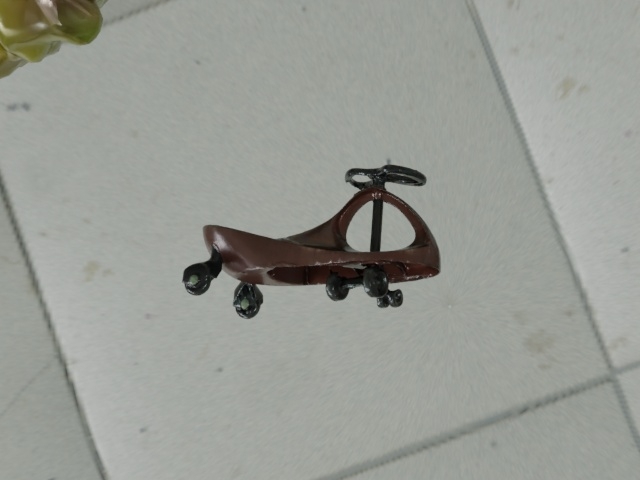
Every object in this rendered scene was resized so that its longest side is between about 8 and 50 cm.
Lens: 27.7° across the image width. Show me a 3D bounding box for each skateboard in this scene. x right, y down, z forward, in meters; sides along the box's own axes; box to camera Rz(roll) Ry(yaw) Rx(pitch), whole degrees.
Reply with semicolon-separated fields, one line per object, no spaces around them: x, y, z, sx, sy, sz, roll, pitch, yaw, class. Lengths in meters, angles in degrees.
0.000;0.000;0.746;0.151;0.067;0.080;-2;72;27;skateboard

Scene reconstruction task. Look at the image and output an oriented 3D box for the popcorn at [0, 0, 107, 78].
-0.213;-0.252;0.724;0.290;0.325;0.321;8;110;16;popcorn
